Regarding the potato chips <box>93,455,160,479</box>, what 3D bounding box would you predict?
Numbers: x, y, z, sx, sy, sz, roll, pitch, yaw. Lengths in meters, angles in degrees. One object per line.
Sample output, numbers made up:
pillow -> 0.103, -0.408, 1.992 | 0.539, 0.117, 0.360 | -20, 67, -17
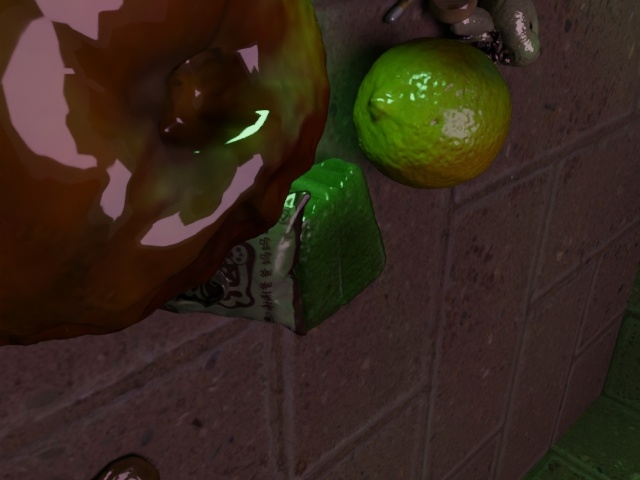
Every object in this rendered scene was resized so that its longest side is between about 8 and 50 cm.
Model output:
potato chips -> -0.328, 0.435, 0.941 | 0.202, 0.049, 0.150 | -42, 131, -15

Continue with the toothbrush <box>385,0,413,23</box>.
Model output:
toothbrush -> 0.200, -0.464, 1.040 | 0.288, 0.021, 0.024 | -48, 127, -18

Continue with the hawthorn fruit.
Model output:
hawthorn fruit -> -0.218, -0.124, 0.458 | 0.472, 0.472, 0.471 | -24, 127, -37

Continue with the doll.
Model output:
doll -> 0.304, -0.350, 1.135 | 0.278, 0.149, 0.175 | -41, 170, -7

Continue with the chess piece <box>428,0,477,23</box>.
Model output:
chess piece -> 0.228, -0.414, 1.046 | 0.083, 0.084, 0.038 | -52, 159, -13

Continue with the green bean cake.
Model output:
green bean cake -> 0.000, 0.000, 1.001 | 0.222, 0.125, 0.248 | -34, 134, -33

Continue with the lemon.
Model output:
lemon -> 0.181, -0.204, 0.990 | 0.267, 0.267, 0.267 | -24, 127, -37

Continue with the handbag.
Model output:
handbag -> -0.128, 0.026, 0.798 | 0.127, 0.235, 0.213 | -74, 166, -57
